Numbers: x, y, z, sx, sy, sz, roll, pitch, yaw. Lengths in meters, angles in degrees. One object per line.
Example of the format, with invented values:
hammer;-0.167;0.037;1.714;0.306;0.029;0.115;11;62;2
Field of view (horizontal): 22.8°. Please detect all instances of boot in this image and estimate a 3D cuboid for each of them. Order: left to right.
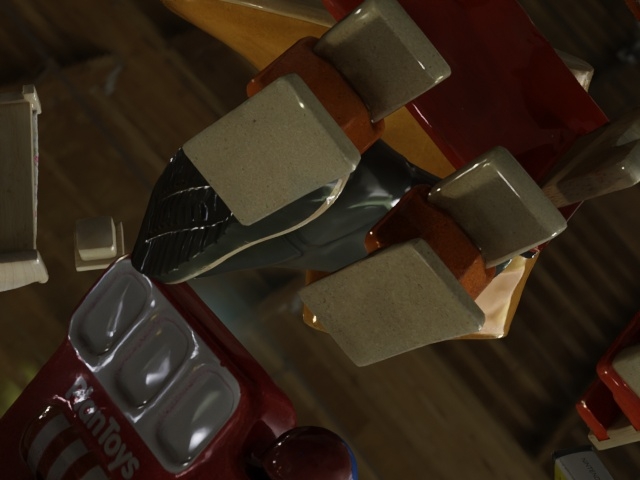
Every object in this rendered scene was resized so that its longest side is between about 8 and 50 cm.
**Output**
boot;0.000;0.000;0.785;0.137;0.198;0.076;20;-105;-26
boot;0.014;-0.043;0.985;0.295;0.211;0.104;14;-161;-15

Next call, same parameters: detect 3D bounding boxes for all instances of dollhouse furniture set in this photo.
dollhouse furniture set;-0.373;-0.068;1.611;0.174;0.356;0.303;87;178;-64
dollhouse furniture set;0.100;-0.033;0.684;0.259;0.135;0.262;51;-122;-8

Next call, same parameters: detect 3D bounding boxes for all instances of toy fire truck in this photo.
toy fire truck;-0.104;0.168;0.851;0.169;0.254;0.302;33;-174;-43

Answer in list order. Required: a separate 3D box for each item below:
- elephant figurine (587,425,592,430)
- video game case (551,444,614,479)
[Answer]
elephant figurine;0.341;0.124;1.141;0.239;0.186;0.169;23;-166;-3
video game case;0.223;0.325;1.122;0.035;0.274;0.248;-10;-152;-11
